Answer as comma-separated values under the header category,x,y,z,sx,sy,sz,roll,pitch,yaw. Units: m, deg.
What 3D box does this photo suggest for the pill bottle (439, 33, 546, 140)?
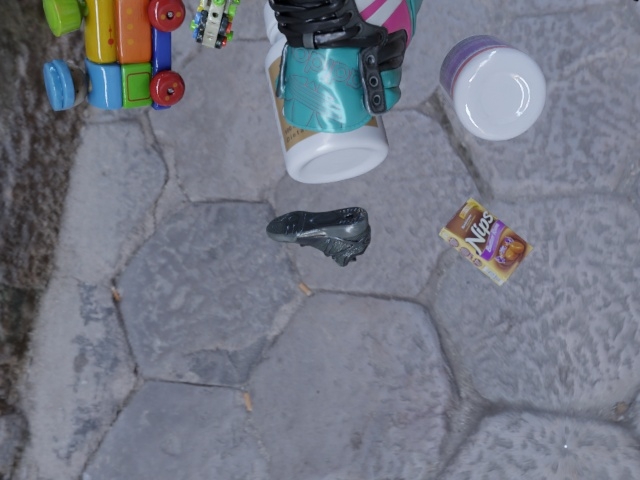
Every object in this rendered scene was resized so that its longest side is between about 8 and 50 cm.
category,x,y,z,sx,sy,sz,roll,pitch,yaw
pill bottle,0.352,-0.335,1.531,0.181,0.323,0.182,0,113,1

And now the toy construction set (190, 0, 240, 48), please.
category,x,y,z,sx,sy,sz,roll,pitch,yaw
toy construction set,-0.280,-0.631,1.902,0.151,0.328,0.215,12,82,3

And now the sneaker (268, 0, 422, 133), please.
category,x,y,z,sx,sy,sz,roll,pitch,yaw
sneaker,-0.003,-0.185,0.620,0.123,0.295,0.179,17,101,29

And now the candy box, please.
category,x,y,z,sx,sy,sz,roll,pitch,yaw
candy box,0.379,0.002,1.661,0.186,0.053,0.109,40,72,11

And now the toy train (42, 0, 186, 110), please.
category,x,y,z,sx,sy,sz,roll,pitch,yaw
toy train,-0.229,-0.257,0.773,0.143,0.248,0.105,-17,41,-31

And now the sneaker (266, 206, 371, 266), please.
category,x,y,z,sx,sy,sz,roll,pitch,yaw
sneaker,0.000,0.000,1.537,0.227,0.130,0.087,-4,41,15

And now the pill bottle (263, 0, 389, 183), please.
category,x,y,z,sx,sy,sz,roll,pitch,yaw
pill bottle,-0.001,-0.200,0.915,0.131,0.131,0.229,-16,75,14
